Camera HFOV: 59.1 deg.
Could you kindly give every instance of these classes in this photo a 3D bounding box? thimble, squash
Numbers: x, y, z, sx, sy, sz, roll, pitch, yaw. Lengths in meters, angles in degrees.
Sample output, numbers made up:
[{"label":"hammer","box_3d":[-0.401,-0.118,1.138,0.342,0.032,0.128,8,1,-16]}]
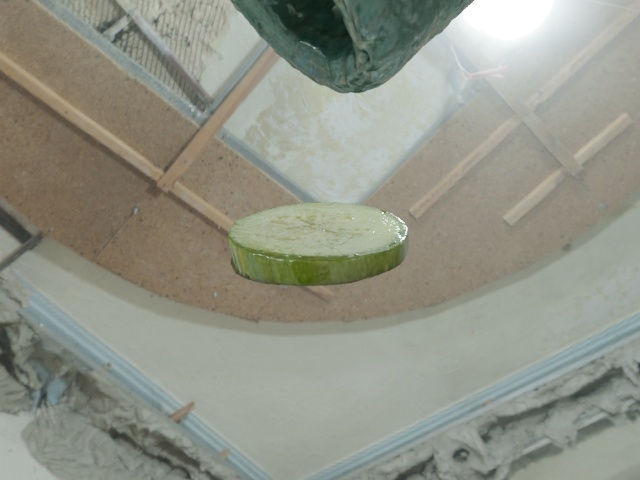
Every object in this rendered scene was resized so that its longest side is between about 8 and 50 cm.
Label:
[{"label":"thimble","box_3d":[0.010,-0.232,0.452,0.143,0.235,0.198,-45,-35,-9]},{"label":"squash","box_3d":[-0.001,-0.005,0.684,0.219,0.219,0.041,-7,-70,-4]}]
